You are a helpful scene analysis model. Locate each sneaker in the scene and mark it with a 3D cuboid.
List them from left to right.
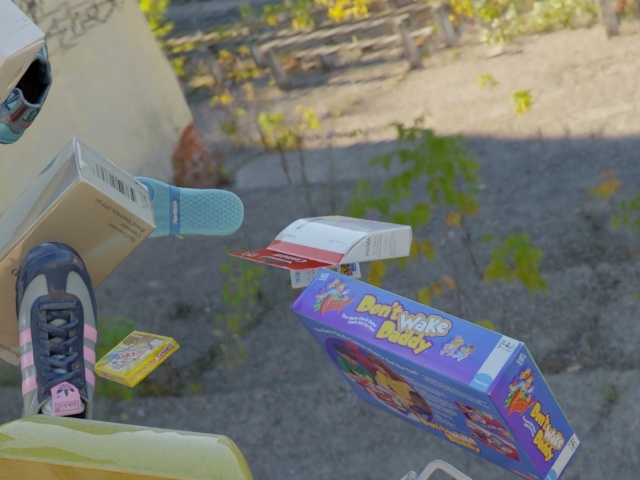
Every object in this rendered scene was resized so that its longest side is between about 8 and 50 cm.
[{"bbox_3d":[-0.488,-0.279,1.760,0.125,0.104,0.261,-32,42,31],"label":"sneaker"},{"bbox_3d":[-0.342,0.165,1.388,0.112,0.318,0.131,-6,21,-22],"label":"sneaker"},{"bbox_3d":[-0.348,-0.062,2.257,0.319,0.127,0.208,9,-4,-26],"label":"sneaker"}]

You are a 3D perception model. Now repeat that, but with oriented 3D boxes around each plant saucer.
[{"bbox_3d":[-0.204,0.301,1.211,0.333,0.332,0.081,4,53,11],"label":"plant saucer"}]

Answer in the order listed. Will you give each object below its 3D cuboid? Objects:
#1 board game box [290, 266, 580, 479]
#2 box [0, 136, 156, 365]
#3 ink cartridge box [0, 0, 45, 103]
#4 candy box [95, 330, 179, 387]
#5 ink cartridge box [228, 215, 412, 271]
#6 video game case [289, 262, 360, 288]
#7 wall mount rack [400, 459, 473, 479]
[{"bbox_3d":[0.147,0.177,1.375,0.347,0.233,0.078,20,63,44],"label":"board game box"},{"bbox_3d":[-0.397,0.019,1.507,0.311,0.148,0.121,-45,35,15],"label":"box"},{"bbox_3d":[-0.442,-0.253,1.228,0.140,0.190,0.082,-42,5,38],"label":"ink cartridge box"},{"bbox_3d":[-0.324,0.203,1.805,0.105,0.027,0.206,-44,18,-22],"label":"candy box"},{"bbox_3d":[0.000,0.000,1.666,0.232,0.066,0.189,-1,8,-40],"label":"ink cartridge box"},{"bbox_3d":[0.006,0.037,1.853,0.122,0.011,0.087,-9,60,3],"label":"video game case"},{"bbox_3d":[0.093,0.452,1.367,0.304,0.130,0.350,-56,-7,10],"label":"wall mount rack"}]
